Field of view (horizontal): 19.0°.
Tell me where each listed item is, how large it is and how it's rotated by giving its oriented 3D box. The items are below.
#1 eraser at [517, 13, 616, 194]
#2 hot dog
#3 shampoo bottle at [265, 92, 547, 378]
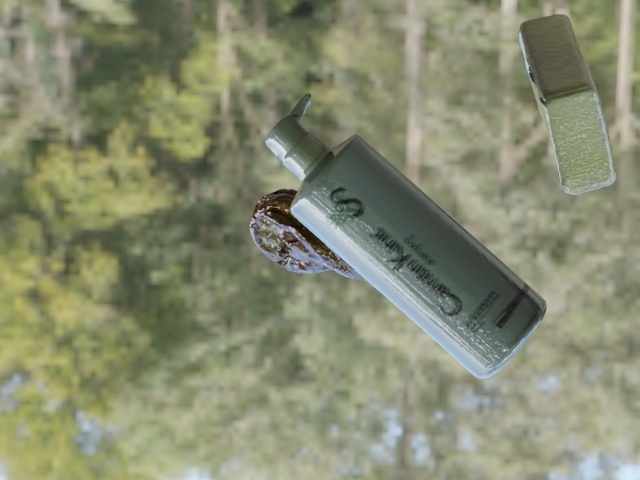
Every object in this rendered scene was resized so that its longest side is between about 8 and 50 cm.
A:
[{"bbox_3d":[0.242,-0.137,1.872,0.058,0.117,0.172,-16,-149,7],"label":"eraser"},{"bbox_3d":[0.002,-0.002,1.750,0.099,0.065,0.147,6,171,41],"label":"hot dog"},{"bbox_3d":[0.060,-0.004,1.536,0.262,0.085,0.085,42,-174,-2],"label":"shampoo bottle"}]
